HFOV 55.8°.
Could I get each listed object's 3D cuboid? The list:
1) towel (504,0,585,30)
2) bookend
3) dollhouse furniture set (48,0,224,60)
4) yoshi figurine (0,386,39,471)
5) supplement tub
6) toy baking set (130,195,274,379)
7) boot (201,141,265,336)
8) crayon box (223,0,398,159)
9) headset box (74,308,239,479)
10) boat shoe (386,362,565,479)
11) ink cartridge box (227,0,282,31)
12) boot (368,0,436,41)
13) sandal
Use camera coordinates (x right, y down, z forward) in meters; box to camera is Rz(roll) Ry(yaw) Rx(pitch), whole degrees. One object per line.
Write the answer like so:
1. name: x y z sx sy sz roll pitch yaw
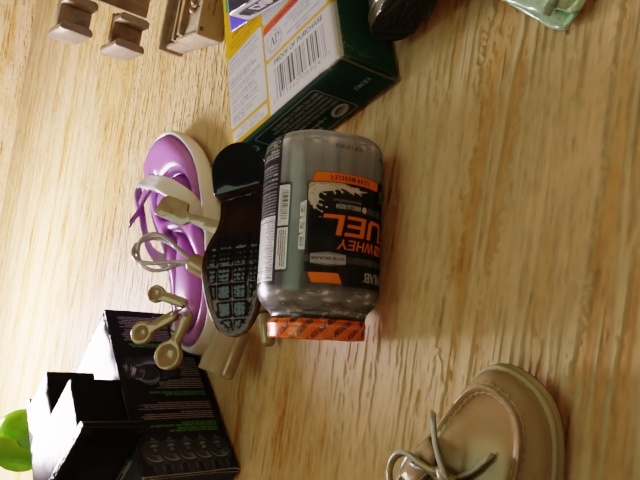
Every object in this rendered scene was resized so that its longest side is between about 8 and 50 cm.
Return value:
1. towel: 0.200 -0.356 0.476 0.248 0.038 0.324 53 125 45
2. bookend: -0.285 0.207 0.722 0.156 0.072 0.157 -56 43 24
3. dollhouse furniture set: -0.287 -0.382 0.935 0.161 0.242 0.212 12 91 53
4. yoshi figurine: -0.481 0.409 1.049 0.362 0.203 0.203 53 129 47
5. supplement tub: 0.000 0.000 0.581 0.117 0.117 0.190 -10 75 51
6. toy baking set: -0.151 0.047 0.755 0.197 0.030 0.256 -9 69 13
7. boot: -0.072 0.008 0.678 0.082 0.106 0.219 -7 67 17
8. crayon box: -0.029 -0.280 0.711 0.203 0.083 0.322 -28 61 46
9. headset box: -0.250 0.282 0.825 0.246 0.131 0.283 -58 43 25
10. boat shoe: 0.086 0.224 0.439 0.105 0.089 0.285 29 105 51
11. ink cartridge box: -0.068 -0.353 0.642 0.208 0.045 0.206 -3 93 53
12. boot: 0.068 -0.315 0.547 0.190 0.076 0.208 144 122 -61
13. sandal: -0.220 -0.027 0.881 0.169 0.102 0.416 -54 44 29
